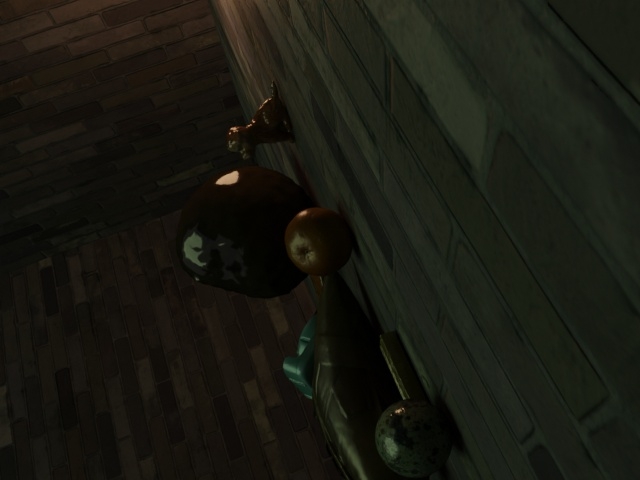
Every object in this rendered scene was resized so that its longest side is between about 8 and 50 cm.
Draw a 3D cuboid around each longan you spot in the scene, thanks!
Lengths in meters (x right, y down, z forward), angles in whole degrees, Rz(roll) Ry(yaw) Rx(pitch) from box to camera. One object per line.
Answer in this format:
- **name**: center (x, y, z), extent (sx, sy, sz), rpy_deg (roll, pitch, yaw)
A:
- **longan**: center (-0.214, -0.029, 1.832), extent (0.404, 0.437, 0.403), rpy_deg (11, -90, -71)

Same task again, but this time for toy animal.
- **toy animal**: center (-0.182, -0.325, 1.624), extent (0.104, 0.185, 0.183), rpy_deg (-115, 7, -51)

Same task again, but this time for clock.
- **clock**: center (0.022, 0.300, 1.656), extent (0.094, 0.274, 0.223), rpy_deg (10, 147, 34)

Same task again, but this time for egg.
- **egg**: center (0.161, 0.348, 1.054), extent (0.172, 0.133, 0.132), rpy_deg (119, 130, -70)

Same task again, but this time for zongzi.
- **zongzi**: center (0.097, 0.347, 1.327), extent (0.500, 0.218, 0.466), rpy_deg (-128, 22, -63)

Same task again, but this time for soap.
- **soap**: center (0.184, 0.307, 1.196), extent (0.092, 0.037, 0.251), rpy_deg (77, 170, -62)

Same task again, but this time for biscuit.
- **biscuit**: center (0.023, 0.224, 2.300), extent (0.385, 0.062, 0.364), rpy_deg (180, 69, -84)

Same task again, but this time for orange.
- **orange**: center (0.000, 0.000, 1.331), extent (0.136, 0.159, 0.158), rpy_deg (-43, -61, -52)

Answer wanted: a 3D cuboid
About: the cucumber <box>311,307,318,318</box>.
- **cucumber**: center (0.011, 0.210, 1.762), extent (0.284, 0.056, 0.056), rpy_deg (-64, -30, -41)
